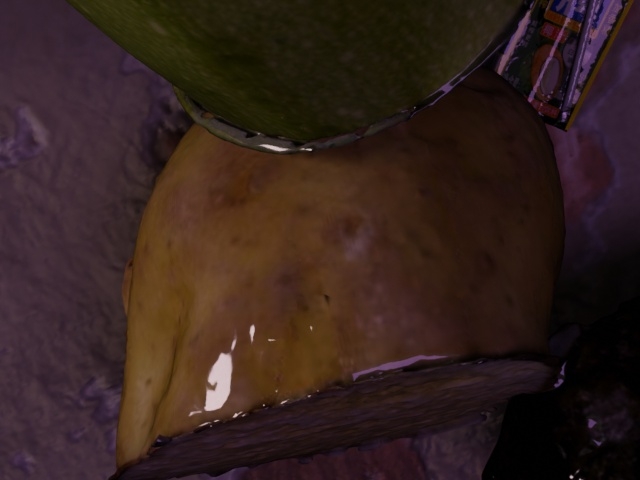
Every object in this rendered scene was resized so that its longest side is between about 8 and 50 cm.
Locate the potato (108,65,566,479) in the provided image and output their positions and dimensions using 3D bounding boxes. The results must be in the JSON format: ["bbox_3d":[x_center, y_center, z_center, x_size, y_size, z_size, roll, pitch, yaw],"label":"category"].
[{"bbox_3d":[0.000,0.000,0.880,0.289,0.301,0.237,-7,75,-19],"label":"potato"}]

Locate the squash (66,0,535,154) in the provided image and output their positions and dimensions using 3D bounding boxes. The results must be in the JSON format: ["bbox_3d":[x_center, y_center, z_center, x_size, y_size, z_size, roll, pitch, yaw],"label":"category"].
[{"bbox_3d":[-0.061,-0.231,0.671,0.263,0.263,0.384,-41,140,5],"label":"squash"}]

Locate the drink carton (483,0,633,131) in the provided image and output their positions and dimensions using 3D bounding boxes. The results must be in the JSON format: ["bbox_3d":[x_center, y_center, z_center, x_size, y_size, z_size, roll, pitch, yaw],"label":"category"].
[{"bbox_3d":[0.161,-0.161,0.936,0.071,0.056,0.165,18,107,-23],"label":"drink carton"}]

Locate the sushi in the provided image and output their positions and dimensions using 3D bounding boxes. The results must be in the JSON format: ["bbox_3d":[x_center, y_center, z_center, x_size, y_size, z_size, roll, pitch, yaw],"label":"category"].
[{"bbox_3d":[0.284,0.136,0.985,0.349,0.207,0.234,-27,144,-20],"label":"sushi"}]
